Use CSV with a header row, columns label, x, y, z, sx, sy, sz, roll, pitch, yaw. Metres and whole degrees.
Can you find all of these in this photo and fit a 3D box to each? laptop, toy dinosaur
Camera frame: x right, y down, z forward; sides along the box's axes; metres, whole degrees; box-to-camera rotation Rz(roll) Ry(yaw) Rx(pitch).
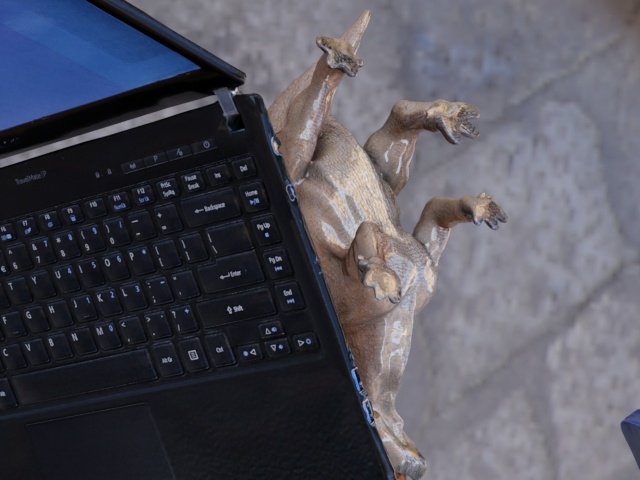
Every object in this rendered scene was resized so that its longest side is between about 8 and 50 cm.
label,x,y,z,sx,sy,sz,roll,pitch,yaw
laptop,-0.135,0.018,0.676,0.136,0.234,0.264,-32,106,-54
toy dinosaur,0.000,0.000,1.095,0.127,0.200,0.295,6,59,-37

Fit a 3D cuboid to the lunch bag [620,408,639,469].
label,x,y,z,sx,sy,sz,roll,pitch,yaw
lunch bag,0.290,0.156,1.413,0.065,0.098,0.067,-32,108,-17
